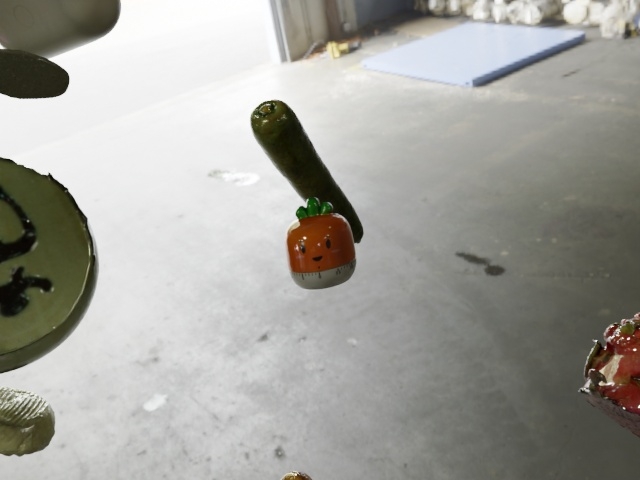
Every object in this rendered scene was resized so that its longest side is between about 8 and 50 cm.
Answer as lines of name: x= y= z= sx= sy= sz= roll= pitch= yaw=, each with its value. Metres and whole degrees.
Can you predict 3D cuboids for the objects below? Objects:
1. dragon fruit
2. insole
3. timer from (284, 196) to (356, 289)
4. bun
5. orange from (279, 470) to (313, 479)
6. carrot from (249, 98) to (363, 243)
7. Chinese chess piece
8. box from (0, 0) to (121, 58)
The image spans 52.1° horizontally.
dragon fruit: x=0.689 y=0.256 z=1.266 sx=0.296 sy=0.314 sz=0.263 roll=26 pitch=80 yaw=39
insole: x=-0.416 y=-0.218 z=0.829 sx=0.192 sy=0.063 sz=0.010 roll=9 pitch=22 yaw=-38
timer: x=0.000 y=0.000 z=0.920 sx=0.099 sy=0.136 sz=0.136 roll=-1 pitch=30 yaw=6
bun: x=-0.600 y=0.350 z=1.243 sx=0.188 sy=0.111 sz=0.164 roll=14 pitch=6 yaw=-13
orange: x=-0.047 y=0.440 z=1.126 sx=0.086 sy=0.062 sz=0.086 roll=-24 pitch=39 yaw=21
carrot: x=-0.008 y=-0.092 z=1.074 sx=0.074 sy=0.358 sz=0.074 roll=-15 pitch=51 yaw=20
Chinese chess piece: x=-0.533 y=0.037 z=1.037 sx=0.349 sy=0.349 sz=0.146 roll=-30 pitch=-3 yaw=-30
box: x=-0.530 y=-0.499 z=1.155 sx=0.288 sy=0.349 sz=0.141 roll=-7 pitch=35 yaw=30
